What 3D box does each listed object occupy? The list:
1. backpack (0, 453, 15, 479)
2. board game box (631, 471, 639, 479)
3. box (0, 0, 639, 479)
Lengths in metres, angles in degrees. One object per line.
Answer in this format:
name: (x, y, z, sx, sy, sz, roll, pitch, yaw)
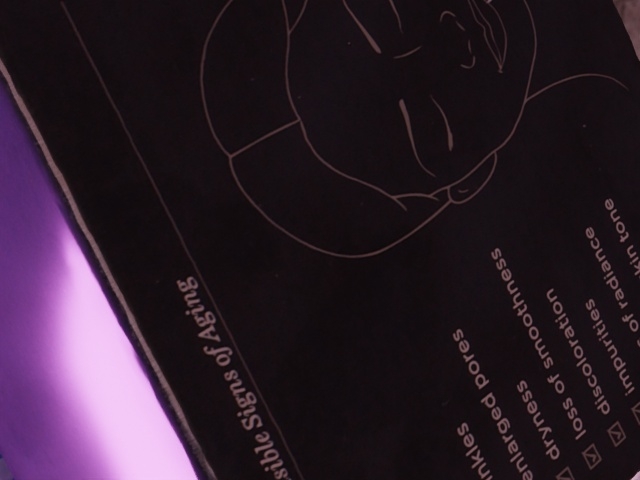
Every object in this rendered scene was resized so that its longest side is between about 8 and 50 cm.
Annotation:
backpack: (-0.338, 0.102, 0.979, 0.290, 0.273, 0.355, 22, 102, 9)
board game box: (0.360, 0.337, 1.103, 0.336, 0.079, 0.254, 35, 96, 0)
box: (0.000, 0.000, 0.872, 0.472, 0.297, 0.480, -31, 98, -37)
